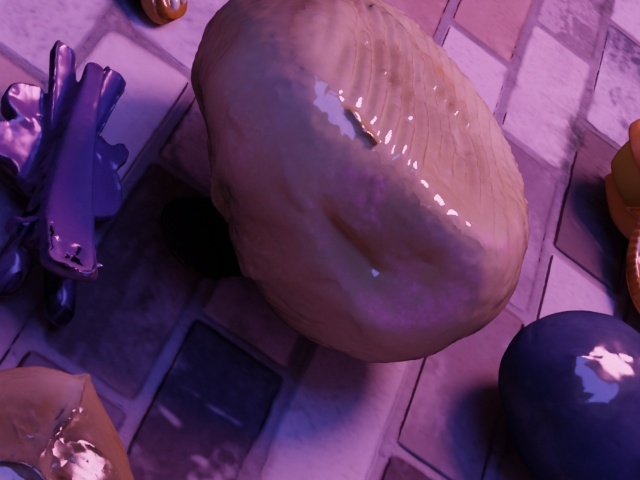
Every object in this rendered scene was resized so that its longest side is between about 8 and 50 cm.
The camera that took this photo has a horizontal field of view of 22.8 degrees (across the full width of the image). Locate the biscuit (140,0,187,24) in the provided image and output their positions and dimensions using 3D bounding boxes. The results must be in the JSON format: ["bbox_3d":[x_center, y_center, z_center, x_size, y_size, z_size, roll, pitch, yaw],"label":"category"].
[{"bbox_3d":[-0.191,-0.319,1.506,0.240,0.035,0.158,49,30,-31],"label":"biscuit"}]

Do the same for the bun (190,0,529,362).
[{"bbox_3d":[0.017,-0.060,1.346,0.361,0.213,0.361,42,26,-25],"label":"bun"}]

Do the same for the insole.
[{"bbox_3d":[0.000,0.000,1.449,0.348,0.009,0.119,1,51,-42],"label":"insole"}]

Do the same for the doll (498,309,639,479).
[{"bbox_3d":[0.273,0.164,1.432,0.258,0.154,0.228,13,49,-24],"label":"doll"}]

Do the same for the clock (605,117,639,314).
[{"bbox_3d":[0.444,-0.007,1.671,0.200,0.244,0.317,34,38,-37],"label":"clock"}]

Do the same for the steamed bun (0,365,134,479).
[{"bbox_3d":[-0.185,0.175,1.026,0.212,0.110,0.231,50,40,10],"label":"steamed bun"}]

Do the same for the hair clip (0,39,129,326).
[{"bbox_3d":[-0.212,-0.046,1.249,0.137,0.090,0.278,24,35,-22],"label":"hair clip"}]
